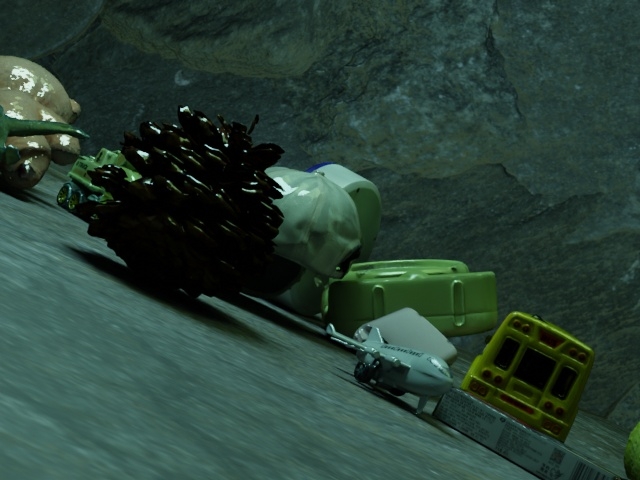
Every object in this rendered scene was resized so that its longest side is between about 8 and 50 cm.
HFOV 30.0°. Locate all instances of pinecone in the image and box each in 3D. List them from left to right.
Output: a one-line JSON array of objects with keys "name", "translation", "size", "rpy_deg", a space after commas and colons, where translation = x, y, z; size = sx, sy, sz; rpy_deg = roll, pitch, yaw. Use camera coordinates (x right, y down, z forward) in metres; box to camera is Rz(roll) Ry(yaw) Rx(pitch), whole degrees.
[{"name": "pinecone", "translation": [-0.132, -0.043, 1.268], "size": [0.221, 0.221, 0.221], "rpy_deg": [26, 1, 0]}]

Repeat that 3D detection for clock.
[{"name": "clock", "translation": [0.000, 0.000, 1.811], "size": [0.083, 0.230, 0.230], "rpy_deg": [30, 3, 29]}, {"name": "clock", "translation": [0.112, 0.081, 1.722], "size": [0.235, 0.096, 0.308], "rpy_deg": [-5, 3, -7]}]

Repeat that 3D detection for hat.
[{"name": "hat", "translation": [-0.083, -0.008, 1.572], "size": [0.275, 0.161, 0.232], "rpy_deg": [-12, -14, 17]}]

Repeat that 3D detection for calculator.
[{"name": "calculator", "translation": [0.109, 0.132, 1.492], "size": [0.100, 0.032, 0.175], "rpy_deg": [43, 25, 18]}]

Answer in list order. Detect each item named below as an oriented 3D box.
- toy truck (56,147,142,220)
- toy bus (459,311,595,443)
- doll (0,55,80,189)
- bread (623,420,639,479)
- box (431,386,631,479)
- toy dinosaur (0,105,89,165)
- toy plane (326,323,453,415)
[{"name": "toy truck", "translation": [-0.285, -0.072, 1.664], "size": [0.085, 0.116, 0.191], "rpy_deg": [23, 1, -38]}, {"name": "toy bus", "translation": [0.266, 0.173, 1.520], "size": [0.145, 0.151, 0.331], "rpy_deg": [26, 0, 10]}, {"name": "doll", "translation": [-0.436, -0.135, 1.625], "size": [0.201, 0.156, 0.303], "rpy_deg": [23, 29, -20]}, {"name": "bread", "translation": [0.437, 0.280, 1.447], "size": [0.129, 0.111, 0.114], "rpy_deg": [27, 4, -10]}, {"name": "box", "translation": [0.216, 0.213, 1.227], "size": [0.218, 0.039, 0.055], "rpy_deg": [26, 2, 41]}, {"name": "toy dinosaur", "translation": [-0.447, -0.144, 1.440], "size": [0.363, 0.076, 0.147], "rpy_deg": [7, 13, -24]}, {"name": "toy plane", "translation": [0.084, 0.136, 1.269], "size": [0.162, 0.065, 0.171], "rpy_deg": [25, 2, -32]}]
